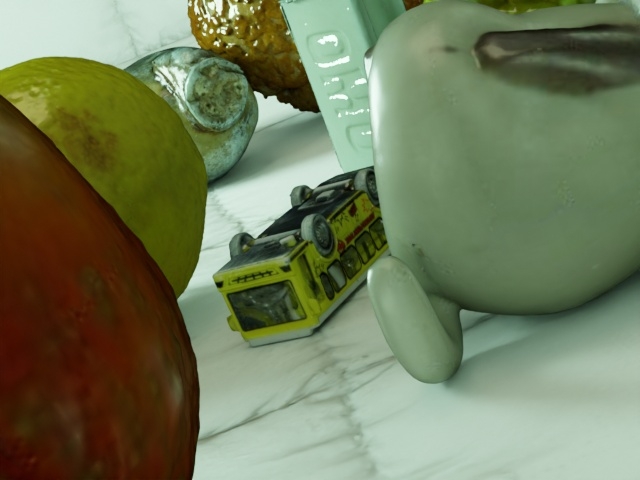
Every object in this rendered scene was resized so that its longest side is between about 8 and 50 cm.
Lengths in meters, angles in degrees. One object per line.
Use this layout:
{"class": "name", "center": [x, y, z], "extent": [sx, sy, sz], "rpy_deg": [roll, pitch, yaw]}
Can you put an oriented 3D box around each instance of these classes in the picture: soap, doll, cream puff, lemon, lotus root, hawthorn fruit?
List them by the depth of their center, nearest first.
{"class": "hawthorn fruit", "center": [-0.272, 0.059, 0.790], "extent": [0.403, 0.402, 0.403], "rpy_deg": [-20, 14, 5]}
{"class": "doll", "center": [0.185, -0.079, 0.982], "extent": [0.370, 0.226, 0.215], "rpy_deg": [-25, -21, 5]}
{"class": "lemon", "center": [-0.215, -0.026, 1.298], "extent": [0.267, 0.267, 0.267], "rpy_deg": [-20, 14, 5]}
{"class": "soap", "center": [0.044, -0.142, 1.448], "extent": [0.063, 0.198, 0.115], "rpy_deg": [-29, 14, -32]}
{"class": "lotus root", "center": [-0.181, -0.137, 1.858], "extent": [0.175, 0.175, 0.349], "rpy_deg": [-27, 11, -20]}
{"class": "cream puff", "center": [-0.014, -0.261, 1.911], "extent": [0.303, 0.212, 0.303], "rpy_deg": [4, -5, 0]}

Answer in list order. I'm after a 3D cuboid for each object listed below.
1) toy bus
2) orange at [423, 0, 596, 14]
{"class": "toy bus", "center": [0.000, 0.000, 1.236], "extent": [0.081, 0.074, 0.226], "rpy_deg": [-13, 16, 28]}
{"class": "orange", "center": [0.228, -0.198, 1.171], "extent": [0.301, 0.300, 0.223], "rpy_deg": [-24, 16, 27]}
